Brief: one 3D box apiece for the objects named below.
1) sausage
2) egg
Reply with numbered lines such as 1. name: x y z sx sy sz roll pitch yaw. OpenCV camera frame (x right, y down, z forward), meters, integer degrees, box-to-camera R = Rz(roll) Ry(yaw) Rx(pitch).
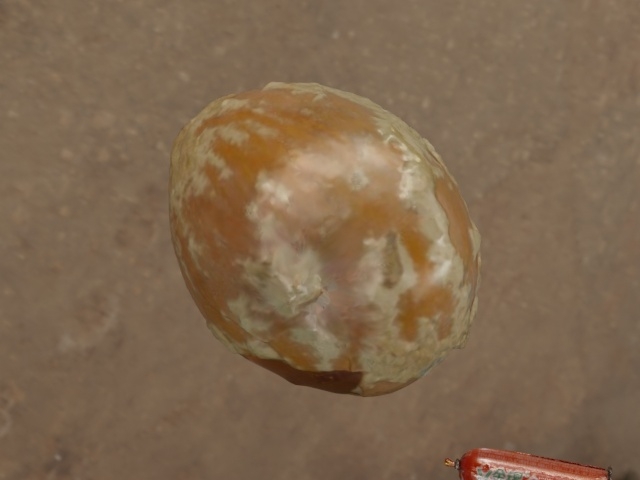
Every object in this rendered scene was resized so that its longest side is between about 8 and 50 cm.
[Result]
1. sausage: 0.180 0.207 1.378 0.050 0.145 0.048 87 16 -64
2. egg: 0.000 0.000 1.043 0.233 0.195 0.195 40 76 -15
